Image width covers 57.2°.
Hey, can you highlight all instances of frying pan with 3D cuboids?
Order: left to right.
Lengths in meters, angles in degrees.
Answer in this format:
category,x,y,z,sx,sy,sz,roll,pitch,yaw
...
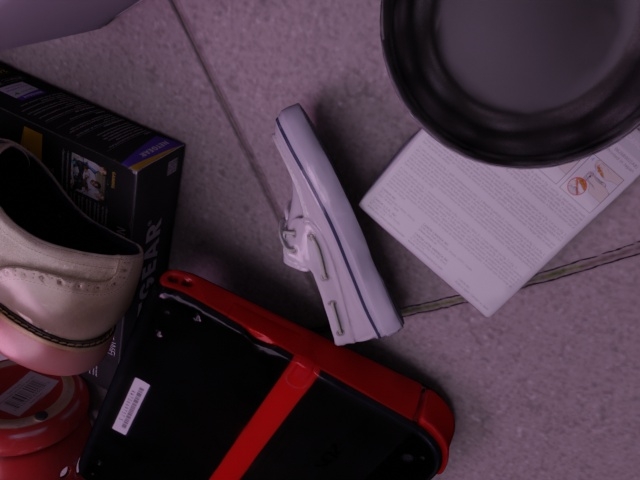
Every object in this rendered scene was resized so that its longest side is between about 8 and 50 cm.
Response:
category,x,y,z,sx,sy,sz,roll,pitch,yaw
frying pan,0.188,-0.175,0.356,0.326,0.053,0.197,-30,100,23

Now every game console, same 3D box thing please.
category,x,y,z,sx,sy,sz,roll,pitch,yaw
game console,-0.078,0.233,0.661,0.341,0.060,0.387,29,125,-4

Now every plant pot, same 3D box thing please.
category,x,y,z,sx,sy,sz,roll,pitch,yaw
plant pot,-0.403,0.264,0.784,0.191,0.191,0.174,18,116,15

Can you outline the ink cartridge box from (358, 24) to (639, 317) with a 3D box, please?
category,x,y,z,sx,sy,sz,roll,pitch,yaw
ink cartridge box,0.139,-0.050,0.464,0.145,0.045,0.179,41,107,0

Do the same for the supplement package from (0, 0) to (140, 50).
category,x,y,z,sx,sy,sz,roll,pitch,yaw
supplement package,-0.164,-0.244,0.386,0.261,0.204,0.145,-16,109,30

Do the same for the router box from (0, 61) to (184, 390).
category,x,y,z,sx,sy,sz,roll,pitch,yaw
router box,-0.290,-0.006,0.648,0.242,0.081,0.309,25,124,10

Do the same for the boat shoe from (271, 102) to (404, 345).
category,x,y,z,sx,sy,sz,roll,pitch,yaw
boat shoe,0.000,0.000,0.505,0.075,0.083,0.226,-24,107,6

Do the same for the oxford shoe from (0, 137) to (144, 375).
category,x,y,z,sx,sy,sz,roll,pitch,yaw
oxford shoe,-0.329,-0.052,0.526,0.397,0.140,0.147,35,109,-4
